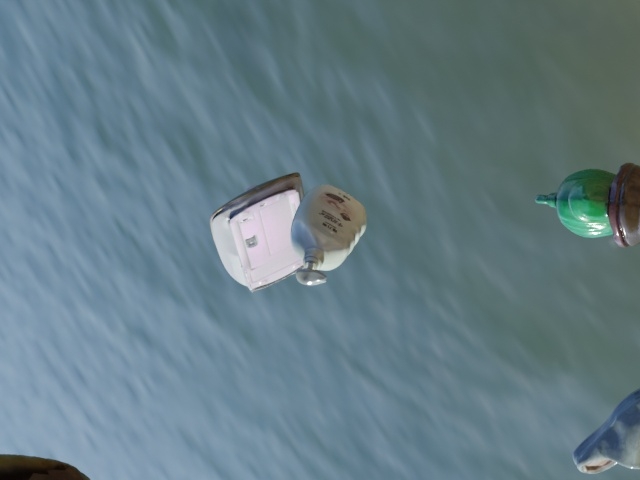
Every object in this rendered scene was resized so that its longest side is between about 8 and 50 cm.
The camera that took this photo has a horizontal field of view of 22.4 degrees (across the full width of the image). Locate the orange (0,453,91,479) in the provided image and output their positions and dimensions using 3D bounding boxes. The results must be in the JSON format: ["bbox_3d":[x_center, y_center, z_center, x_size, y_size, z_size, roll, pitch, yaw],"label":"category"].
[{"bbox_3d":[-0.206,0.304,1.089,0.210,0.271,0.368,-14,142,38],"label":"orange"}]

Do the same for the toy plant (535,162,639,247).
[{"bbox_3d":[0.359,-0.044,2.005,0.143,0.200,0.105,-2,-87,-69],"label":"toy plant"}]

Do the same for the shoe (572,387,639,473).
[{"bbox_3d":[0.397,0.254,2.043,0.195,0.079,0.078,-48,51,41],"label":"shoe"}]

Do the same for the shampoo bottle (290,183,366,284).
[{"bbox_3d":[0.000,0.000,1.723,0.077,0.152,0.045,32,126,-4],"label":"shampoo bottle"}]

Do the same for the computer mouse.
[{"bbox_3d":[-0.070,-0.016,2.010,0.056,0.126,0.245,60,173,23],"label":"computer mouse"}]
